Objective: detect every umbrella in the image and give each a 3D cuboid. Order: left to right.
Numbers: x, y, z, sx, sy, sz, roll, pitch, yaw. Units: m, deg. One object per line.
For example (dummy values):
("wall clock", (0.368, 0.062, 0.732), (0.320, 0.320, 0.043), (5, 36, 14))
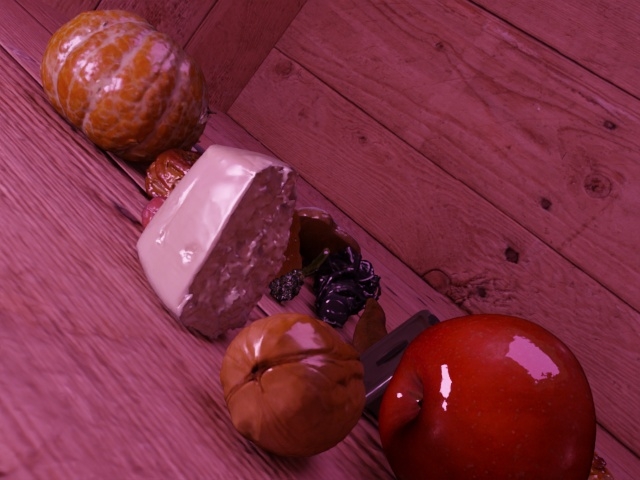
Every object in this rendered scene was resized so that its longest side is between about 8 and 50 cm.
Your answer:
("umbrella", (0.038, 0.087, 1.320), (0.154, 0.128, 0.336), (41, 11, 11))

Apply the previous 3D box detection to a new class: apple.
("apple", (0.195, 0.217, 0.794), (0.216, 0.260, 0.260), (15, 14, -16))

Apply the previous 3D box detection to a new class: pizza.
("pizza", (0.624, 0.510, 1.628), (0.228, 0.081, 0.289), (36, 10, -11))

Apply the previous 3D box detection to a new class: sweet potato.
("sweet potato", (0.093, 0.182, 1.156), (0.077, 0.077, 0.244), (35, 16, -16))

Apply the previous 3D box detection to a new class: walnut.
("walnut", (-0.024, 0.147, 0.662), (0.144, 0.144, 0.180), (41, 5, 20))

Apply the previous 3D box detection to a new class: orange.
("orange", (-0.368, -0.298, 1.257), (0.329, 0.249, 0.329), (43, 3, -3))

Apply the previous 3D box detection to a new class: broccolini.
("broccolini", (-0.027, 0.058, 1.216), (0.051, 0.054, 0.239), (28, 24, 14))

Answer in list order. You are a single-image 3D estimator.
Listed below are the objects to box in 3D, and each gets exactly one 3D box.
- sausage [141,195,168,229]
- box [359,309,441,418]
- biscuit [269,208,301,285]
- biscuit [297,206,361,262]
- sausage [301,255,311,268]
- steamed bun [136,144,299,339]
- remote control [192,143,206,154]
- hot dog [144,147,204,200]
("sausage", (-0.245, -0.038, 0.992), (0.054, 0.059, 0.094), (45, 6, -11))
("box", (0.131, 0.199, 0.967), (0.093, 0.172, 0.124), (52, 5, -16))
("biscuit", (-0.086, 0.002, 1.211), (0.041, 0.212, 0.239), (-1, 23, 16))
("biscuit", (0.000, 0.000, 1.500), (0.208, 0.049, 0.181), (38, -37, -25))
("sausage", (-0.087, 0.016, 1.500), (0.198, 0.025, 0.028), (37, 23, -6))
("steamed bun", (-0.106, -0.009, 0.841), (0.170, 0.225, 0.200), (30, 9, -45))
("remote control", (-0.314, -0.220, 1.856), (0.245, 0.022, 0.077), (44, 12, 34))
("hot dog", (-0.203, -0.085, 1.230), (0.196, 0.122, 0.272), (34, 7, 26))
